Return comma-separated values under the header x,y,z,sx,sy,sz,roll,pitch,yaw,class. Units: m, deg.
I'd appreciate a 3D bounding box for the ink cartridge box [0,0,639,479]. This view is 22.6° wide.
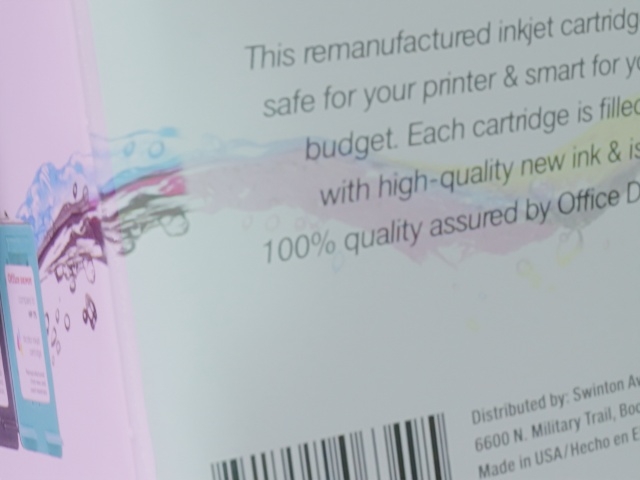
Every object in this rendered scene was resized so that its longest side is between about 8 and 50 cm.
x,y,z,sx,sy,sz,roll,pitch,yaw,class
0.000,0.000,0.465,0.198,0.197,0.270,-9,94,-26,ink cartridge box
